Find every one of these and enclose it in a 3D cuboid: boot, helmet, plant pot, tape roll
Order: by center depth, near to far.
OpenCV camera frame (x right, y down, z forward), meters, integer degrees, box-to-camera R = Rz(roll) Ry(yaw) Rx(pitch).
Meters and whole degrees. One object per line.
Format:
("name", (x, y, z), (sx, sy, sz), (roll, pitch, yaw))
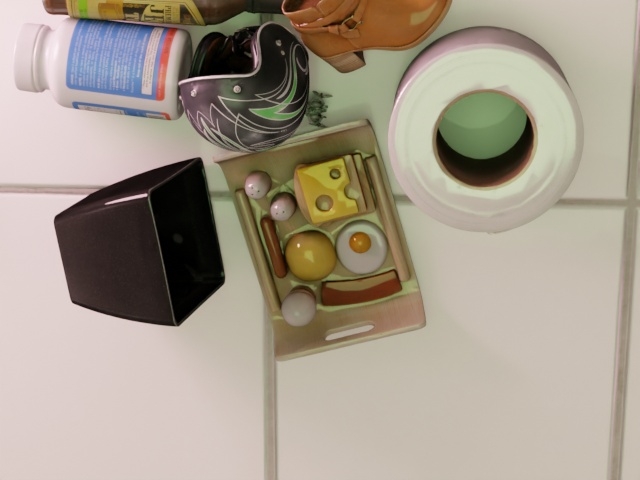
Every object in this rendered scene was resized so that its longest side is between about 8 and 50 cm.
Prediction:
("boot", (0.060, -0.300, 1.814), (0.197, 0.073, 0.152), (-31, 143, 15))
("helmet", (-0.098, -0.192, 1.836), (0.169, 0.169, 0.161), (20, 68, -1))
("tape roll", (0.212, -0.147, 1.836), (0.246, 0.169, 0.246), (1, 106, 5))
("plant pot", (-0.253, 0.004, 1.923), (0.167, 0.187, 0.188), (-4, 107, 18))

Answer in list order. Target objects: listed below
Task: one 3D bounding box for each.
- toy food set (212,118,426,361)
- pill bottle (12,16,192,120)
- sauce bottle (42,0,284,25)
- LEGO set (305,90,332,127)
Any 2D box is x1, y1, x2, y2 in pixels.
("toy food set", (0.000, 0.000, 1.937), (0.220, 0.092, 0.306), (-14, 105, 9))
("pill bottle", (-0.288, -0.232, 1.879), (0.222, 0.124, 0.124), (8, 107, 2))
("sauce bottle", (-0.187, -0.336, 1.841), (0.345, 0.111, 0.111), (3, 107, -2))
("LEGO set", (-0.015, -0.187, 1.919), (0.083, 0.023, 0.054), (40, 106, -7))
